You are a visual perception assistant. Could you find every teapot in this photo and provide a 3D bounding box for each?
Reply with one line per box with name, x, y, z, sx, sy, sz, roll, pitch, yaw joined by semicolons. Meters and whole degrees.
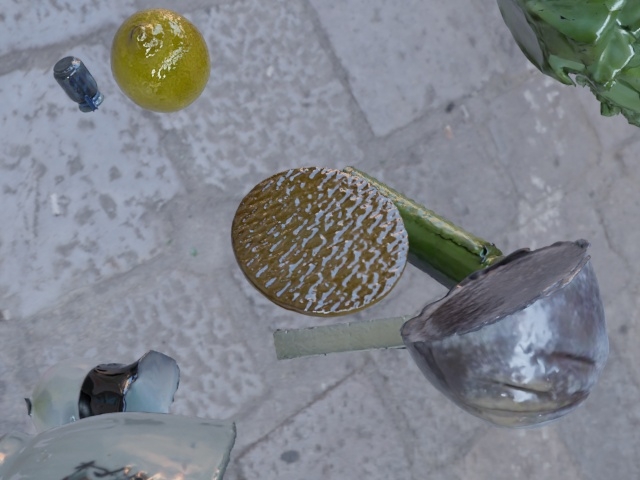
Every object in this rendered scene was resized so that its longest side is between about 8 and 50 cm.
teapot;-0.362;-0.237;1.311;0.049;0.064;0.083;-56;139;-24

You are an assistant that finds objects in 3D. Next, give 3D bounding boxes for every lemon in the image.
lemon;-0.296;-0.333;1.613;0.187;0.244;0.186;-2;73;6

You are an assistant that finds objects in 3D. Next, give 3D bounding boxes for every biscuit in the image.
biscuit;0.000;0.000;1.246;0.262;0.037;0.262;5;54;-7

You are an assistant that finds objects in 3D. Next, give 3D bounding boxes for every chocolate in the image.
chocolate;0.291;0.155;1.231;0.303;0.303;0.213;-33;98;-39

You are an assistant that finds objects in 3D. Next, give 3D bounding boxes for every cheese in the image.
cheese;0.064;0.239;2.119;0.034;0.400;0.085;9;75;-66

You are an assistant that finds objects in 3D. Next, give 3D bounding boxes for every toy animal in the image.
toy animal;-0.305;0.228;1.200;0.166;0.179;0.138;-58;146;-64

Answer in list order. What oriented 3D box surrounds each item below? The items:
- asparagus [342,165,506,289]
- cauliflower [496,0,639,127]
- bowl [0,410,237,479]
asparagus;0.188;-0.006;1.628;0.382;0.128;0.108;33;65;22
cauliflower;0.239;-0.151;0.568;0.250;0.275;0.272;-8;57;-11
bowl;-0.216;0.250;0.667;0.158;0.337;0.337;32;58;-4
